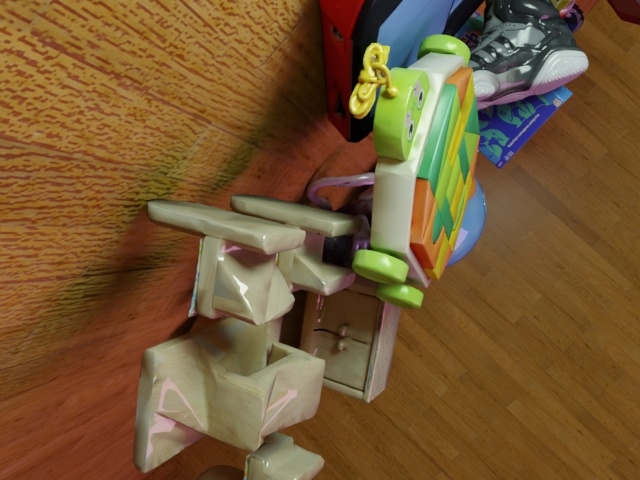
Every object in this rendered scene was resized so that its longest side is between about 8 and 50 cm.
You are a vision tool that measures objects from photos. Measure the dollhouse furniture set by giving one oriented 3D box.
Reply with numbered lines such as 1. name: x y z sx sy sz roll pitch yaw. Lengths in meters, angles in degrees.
1. dollhouse furniture set: -0.096 0.124 0.732 0.394 0.257 0.362 -13 114 -62

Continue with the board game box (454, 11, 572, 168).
1. board game box: 0.269 -0.243 0.997 0.047 0.210 0.160 -38 168 -43

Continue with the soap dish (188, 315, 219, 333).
1. soap dish: -0.086 0.186 1.149 0.229 0.291 0.118 81 13 -79

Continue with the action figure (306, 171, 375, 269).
1. action figure: 0.000 0.000 1.169 0.370 0.248 0.275 -73 163 -80

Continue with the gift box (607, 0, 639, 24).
1. gift box: 0.658 -0.570 1.122 0.258 0.276 0.255 -45 -148 13

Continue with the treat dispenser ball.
1. treat dispenser ball: 0.242 -0.070 1.449 0.288 0.288 0.288 -45 172 -8

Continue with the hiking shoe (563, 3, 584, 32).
1. hiking shoe: 0.546 -0.504 1.497 0.132 0.113 0.304 -48 172 8

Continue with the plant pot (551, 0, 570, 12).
1. plant pot: 0.388 -0.446 1.014 0.134 0.095 0.134 -45 173 -7

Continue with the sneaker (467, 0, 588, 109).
1. sneaker: 0.233 -0.272 0.874 0.269 0.153 0.101 -14 176 -5

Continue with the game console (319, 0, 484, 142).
1. game console: 0.132 -0.279 0.647 0.342 0.060 0.386 -45 173 -5

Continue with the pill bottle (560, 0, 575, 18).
1. pill bottle: 0.478 -0.487 1.326 0.086 0.086 0.152 -45 173 -12

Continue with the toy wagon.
1. toy wagon: 0.106 -0.079 0.651 0.344 0.068 0.267 47 59 -66
